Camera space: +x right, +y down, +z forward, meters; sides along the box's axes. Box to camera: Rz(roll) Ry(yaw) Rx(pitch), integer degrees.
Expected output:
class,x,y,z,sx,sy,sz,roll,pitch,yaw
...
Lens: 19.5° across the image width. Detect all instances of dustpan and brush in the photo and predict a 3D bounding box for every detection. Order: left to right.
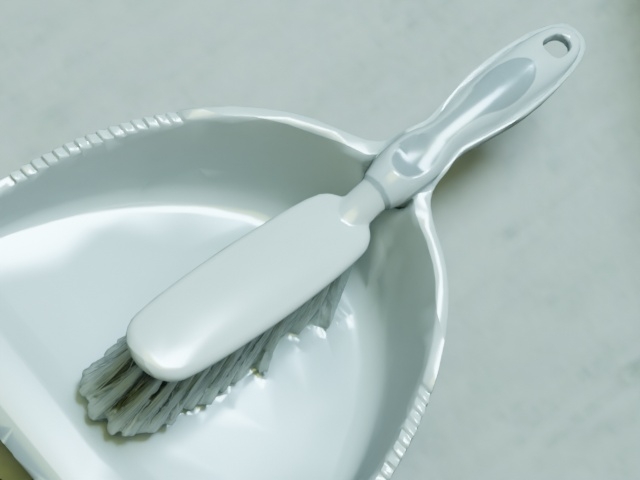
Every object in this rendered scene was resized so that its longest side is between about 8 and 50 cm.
class,x,y,z,sx,sy,sz,roll,pitch,yaw
dustpan and brush,0.000,0.000,0.555,0.211,0.060,0.147,-36,76,-29

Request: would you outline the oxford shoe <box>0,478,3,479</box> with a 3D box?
class,x,y,z,sx,sy,sz,roll,pitch,yaw
oxford shoe,-0.175,0.078,0.503,0.212,0.076,0.076,12,98,-8
